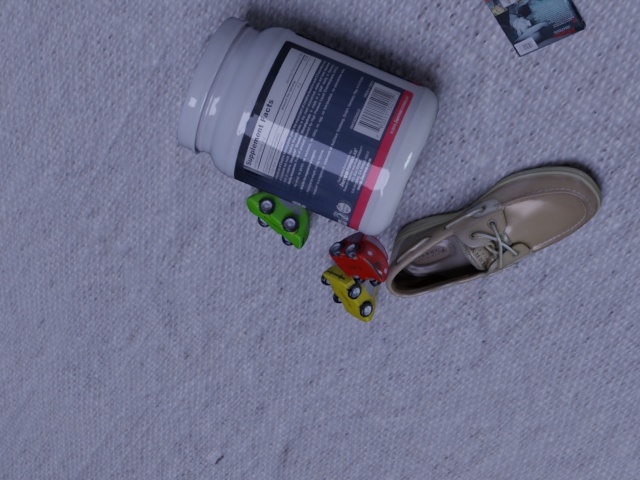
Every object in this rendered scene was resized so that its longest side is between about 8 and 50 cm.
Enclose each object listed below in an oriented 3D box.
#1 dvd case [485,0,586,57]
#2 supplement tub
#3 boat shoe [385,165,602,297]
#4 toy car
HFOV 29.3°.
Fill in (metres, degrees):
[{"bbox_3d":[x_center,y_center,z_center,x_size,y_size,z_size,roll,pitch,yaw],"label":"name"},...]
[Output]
[{"bbox_3d":[0.233,-0.271,1.376,0.087,0.013,0.119,-22,115,34],"label":"dvd case"},{"bbox_3d":[-0.013,-0.138,1.461,0.272,0.191,0.191,23,132,3],"label":"supplement tub"},{"bbox_3d":[0.213,0.000,1.542,0.302,0.098,0.109,-21,117,33],"label":"boat shoe"},{"bbox_3d":[0.000,0.000,1.632,0.225,0.053,0.239,38,163,10],"label":"toy car"}]
